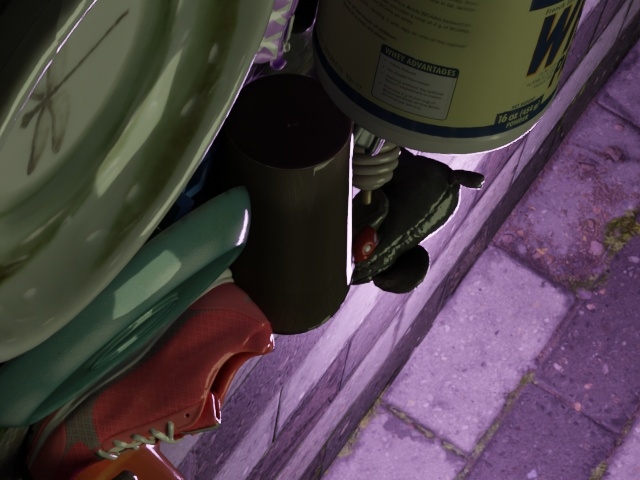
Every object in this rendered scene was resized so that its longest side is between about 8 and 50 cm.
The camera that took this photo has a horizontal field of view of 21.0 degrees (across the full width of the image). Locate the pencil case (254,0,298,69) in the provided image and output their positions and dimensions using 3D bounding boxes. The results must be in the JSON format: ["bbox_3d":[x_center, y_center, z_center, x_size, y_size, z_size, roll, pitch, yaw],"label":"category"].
[{"bbox_3d":[-0.039,-0.240,1.440,0.086,0.088,0.206,-43,161,-52],"label":"pencil case"}]

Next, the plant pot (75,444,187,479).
[{"bbox_3d":[-0.228,0.357,1.919,0.291,0.203,0.291,-53,167,-19],"label":"plant pot"}]

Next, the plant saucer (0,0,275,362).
[{"bbox_3d":[-0.170,-0.104,1.217,0.400,0.100,0.400,-54,168,-17],"label":"plant saucer"}]

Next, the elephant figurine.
[{"bbox_3d":[0.078,-0.002,2.324,0.239,0.169,0.186,-57,174,-25],"label":"elephant figurine"}]

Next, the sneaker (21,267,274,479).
[{"bbox_3d":[-0.174,0.165,1.753,0.314,0.136,0.116,-48,168,2],"label":"sneaker"}]

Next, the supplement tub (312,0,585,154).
[{"bbox_3d":[0.125,-0.260,1.509,0.235,0.235,0.325,-49,161,-37],"label":"supplement tub"}]

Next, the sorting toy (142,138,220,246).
[{"bbox_3d":[-0.176,0.001,1.597,0.196,0.047,0.347,-63,167,22],"label":"sorting toy"}]

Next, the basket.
[{"bbox_3d":[-0.036,-0.048,1.780,0.227,0.154,0.204,95,-10,-54],"label":"basket"}]

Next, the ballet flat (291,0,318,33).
[{"bbox_3d":[-0.017,-0.270,1.598,0.057,0.049,0.173,-13,136,-34],"label":"ballet flat"}]

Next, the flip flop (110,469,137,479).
[{"bbox_3d":[-0.296,0.271,1.671,0.277,0.080,0.112,-22,172,-38],"label":"flip flop"}]

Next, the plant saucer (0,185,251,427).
[{"bbox_3d":[-0.176,0.068,1.533,0.317,0.044,0.317,-41,177,-3],"label":"plant saucer"}]

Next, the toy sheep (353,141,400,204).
[{"bbox_3d":[0.060,-0.110,2.186,0.091,0.091,0.132,-39,128,-58],"label":"toy sheep"}]

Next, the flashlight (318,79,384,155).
[{"bbox_3d":[0.085,-0.249,1.919,0.103,0.103,0.304,20,100,-40],"label":"flashlight"}]

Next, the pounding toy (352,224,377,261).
[{"bbox_3d":[0.000,0.000,2.163,0.183,0.110,0.237,-57,169,-8],"label":"pounding toy"}]
